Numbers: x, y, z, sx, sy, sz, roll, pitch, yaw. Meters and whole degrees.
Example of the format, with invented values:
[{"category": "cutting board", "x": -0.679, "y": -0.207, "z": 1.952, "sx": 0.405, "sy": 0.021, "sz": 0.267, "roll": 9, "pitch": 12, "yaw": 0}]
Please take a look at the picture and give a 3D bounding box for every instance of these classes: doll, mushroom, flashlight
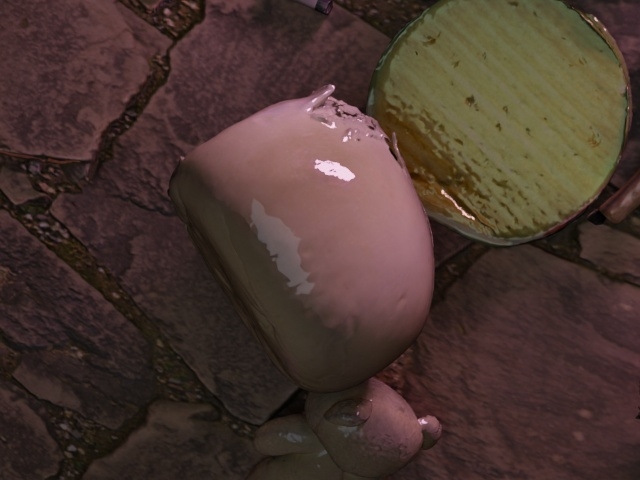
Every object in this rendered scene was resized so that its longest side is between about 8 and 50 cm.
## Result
[{"category": "doll", "x": 0.007, "y": 0.265, "z": 1.131, "sx": 0.278, "sy": 0.175, "sz": 0.149, "roll": -48, "pitch": 45, "yaw": 29}, {"category": "mushroom", "x": 0.347, "y": -0.088, "z": 0.946, "sx": 0.060, "sy": 0.061, "sz": 0.187, "roll": 37, "pitch": 111, "yaw": 23}, {"category": "flashlight", "x": -0.025, "y": -0.295, "z": 1.076, "sx": 0.083, "sy": 0.018, "sz": 0.018, "roll": 27, "pitch": 108, "yaw": 13}]

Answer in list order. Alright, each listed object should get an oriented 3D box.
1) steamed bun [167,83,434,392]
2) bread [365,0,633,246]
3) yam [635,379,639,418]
[{"category": "steamed bun", "x": 0.000, "y": 0.000, "z": 0.991, "sx": 0.233, "sy": 0.334, "sz": 0.312, "roll": -34, "pitch": 96, "yaw": -11}, {"category": "bread", "x": 0.198, "y": -0.143, "z": 1.015, "sx": 0.301, "sy": 0.045, "sz": 0.301, "roll": 3, "pitch": 102, "yaw": 16}, {"category": "yam", "x": 0.488, "y": 0.155, "z": 0.895, "sx": 0.300, "sy": 0.195, "sz": 0.195, "roll": -37, "pitch": 87, "yaw": 22}]
